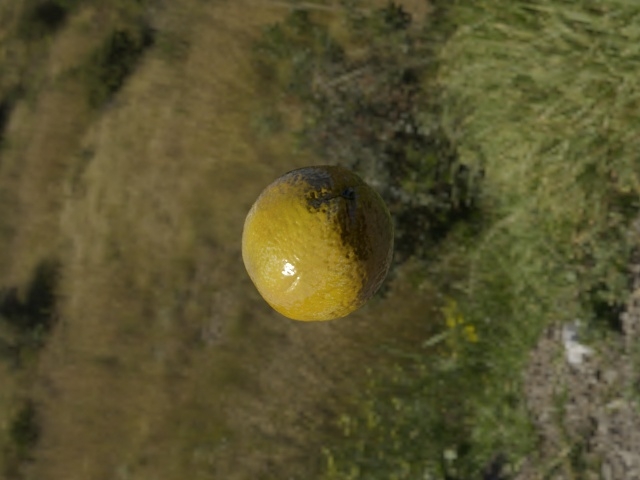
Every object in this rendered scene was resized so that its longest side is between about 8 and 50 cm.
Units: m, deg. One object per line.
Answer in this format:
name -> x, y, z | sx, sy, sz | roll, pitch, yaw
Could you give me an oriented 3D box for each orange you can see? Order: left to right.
orange -> 0.000, 0.000, 0.685 | 0.095, 0.085, 0.085 | -52, 37, 46
